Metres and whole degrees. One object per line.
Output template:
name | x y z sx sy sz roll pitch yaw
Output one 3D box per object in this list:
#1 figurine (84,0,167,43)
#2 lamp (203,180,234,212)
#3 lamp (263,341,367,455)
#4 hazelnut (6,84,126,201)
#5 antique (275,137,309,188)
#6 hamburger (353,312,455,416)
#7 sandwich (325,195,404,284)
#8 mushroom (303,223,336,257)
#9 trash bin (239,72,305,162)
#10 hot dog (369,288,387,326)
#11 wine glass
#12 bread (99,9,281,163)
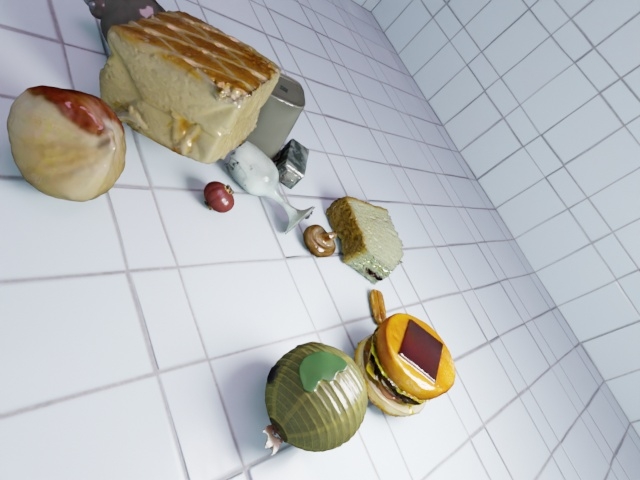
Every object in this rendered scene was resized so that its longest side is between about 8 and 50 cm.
figurine | -0.533 -0.680 1.414 0.381 0.203 0.248 -19 70 -53
lamp | -0.297 -0.128 1.278 0.101 0.090 0.101 53 -1 2
lamp | -0.027 0.379 1.015 0.284 0.250 0.250 -35 87 -35
hazelnut | -0.541 -0.212 0.970 0.261 0.241 0.261 4 90 -76
antique | -0.108 -0.281 1.616 0.086 0.088 0.183 32 41 -23
hamburger | 0.239 0.376 1.295 0.291 0.225 0.291 26 38 -22
sandwich | 0.182 0.005 1.641 0.262 0.131 0.325 12 48 -42
mushroom | -0.003 0.002 1.485 0.109 0.085 0.126 -35 88 -19
trash bin | -0.187 -0.448 1.542 0.219 0.250 0.219 16 49 -30
hot dog | 0.202 0.238 1.534 0.062 0.038 0.144 24 46 -36
wine glass | -0.165 -0.173 1.418 0.321 0.143 0.143 48 36 -5
bread | -0.359 -0.433 1.239 0.390 0.279 0.371 25 39 -3
